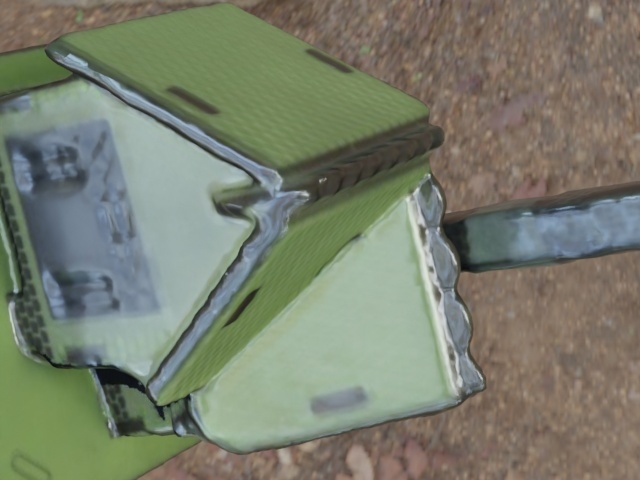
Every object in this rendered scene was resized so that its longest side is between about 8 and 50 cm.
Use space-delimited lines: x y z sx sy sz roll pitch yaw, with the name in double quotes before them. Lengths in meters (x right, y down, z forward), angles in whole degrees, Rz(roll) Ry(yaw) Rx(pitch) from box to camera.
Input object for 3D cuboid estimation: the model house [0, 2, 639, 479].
"model house" 0.000 0.000 0.592 0.279 0.218 0.204 -5 102 36
